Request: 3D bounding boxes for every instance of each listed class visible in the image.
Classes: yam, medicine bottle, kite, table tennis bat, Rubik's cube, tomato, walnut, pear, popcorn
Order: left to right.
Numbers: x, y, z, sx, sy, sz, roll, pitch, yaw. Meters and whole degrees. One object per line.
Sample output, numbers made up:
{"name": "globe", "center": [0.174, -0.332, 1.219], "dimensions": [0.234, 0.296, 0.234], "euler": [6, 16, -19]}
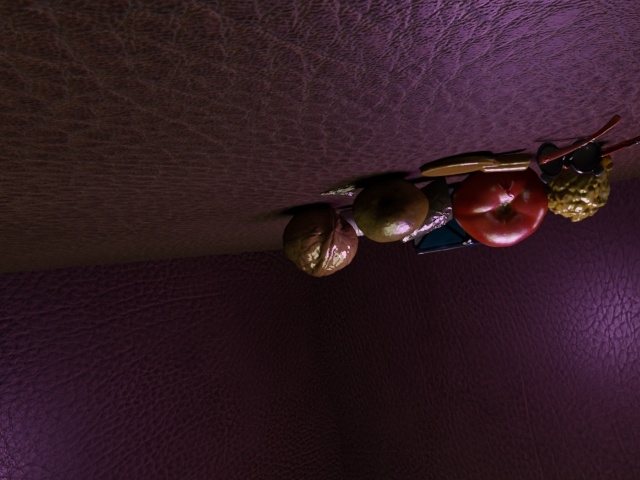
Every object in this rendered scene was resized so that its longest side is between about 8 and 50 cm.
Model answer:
{"name": "walnut", "center": [-0.001, 0.002, 1.939], "dimensions": [0.252, 0.277, 0.313], "euler": [-48, -177, -21]}
{"name": "kite", "center": [0.092, -0.160, 1.613], "dimensions": [0.189, 0.009, 0.232], "euler": [-10, 176, -5]}
{"name": "medicine bottle", "center": [0.204, -0.087, 2.084], "dimensions": [0.237, 0.139, 0.139], "euler": [-10, 176, 12]}
{"name": "pear", "center": [0.211, -0.093, 1.549], "dimensions": [0.229, 0.188, 0.211], "euler": [-19, 175, 11]}
{"name": "yam", "center": [0.333, -0.094, 1.713], "dimensions": [0.254, 0.154, 0.154], "euler": [-29, 177, -1]}
{"name": "Rubik's cube", "center": [0.518, -0.088, 2.076], "dimensions": [0.246, 0.248, 0.250], "euler": [-14, 174, 36]}
{"name": "table tennis bat", "center": [0.447, -0.214, 1.474], "dimensions": [0.321, 0.050, 0.198], "euler": [-6, 177, -6]}
{"name": "tomato", "center": [0.577, -0.123, 1.677], "dimensions": [0.299, 0.298, 0.226], "euler": [-10, -159, 5]}
{"name": "popcorn", "center": [0.822, -0.189, 1.662], "dimensions": [0.212, 0.259, 0.259], "euler": [4, -174, 39]}

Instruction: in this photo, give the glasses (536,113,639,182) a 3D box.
{"name": "glasses", "center": [0.726, -0.238, 1.325], "dimensions": [0.234, 0.118, 0.268], "euler": [-7, 176, -18]}
